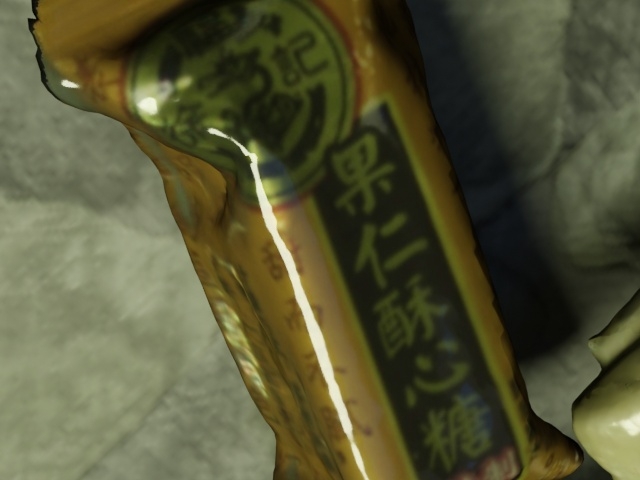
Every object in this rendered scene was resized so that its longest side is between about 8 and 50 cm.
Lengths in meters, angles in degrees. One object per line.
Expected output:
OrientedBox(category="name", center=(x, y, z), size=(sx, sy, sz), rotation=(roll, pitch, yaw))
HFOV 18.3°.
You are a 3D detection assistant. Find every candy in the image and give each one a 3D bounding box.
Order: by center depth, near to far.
OrientedBox(category="candy", center=(0.000, 0.000, 0.704), size=(0.143, 0.101, 0.271), rotation=(-28, 115, -19))

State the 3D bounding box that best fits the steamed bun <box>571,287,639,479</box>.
OrientedBox(category="steamed bun", center=(0.319, 0.092, 0.833), size=(0.428, 0.189, 0.247), rotation=(39, 66, -36))
